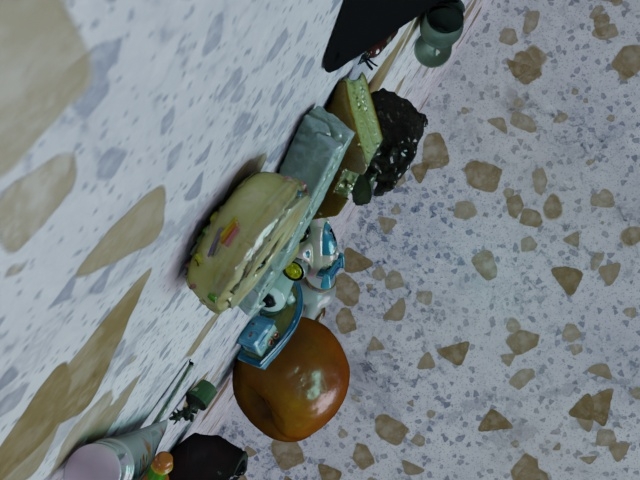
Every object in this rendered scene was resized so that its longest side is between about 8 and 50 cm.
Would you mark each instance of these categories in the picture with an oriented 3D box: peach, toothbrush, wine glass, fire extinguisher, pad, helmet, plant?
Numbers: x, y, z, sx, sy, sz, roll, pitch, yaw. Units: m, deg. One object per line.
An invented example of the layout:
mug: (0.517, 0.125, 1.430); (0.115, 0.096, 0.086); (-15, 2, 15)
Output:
peach: (-0.073, 0.371, 1.813); (0.302, 0.343, 0.342); (-30, 159, -40)
toothbrush: (-0.271, 0.311, 0.990); (0.294, 0.028, 0.026); (-64, -164, -20)
wine glass: (0.218, -0.382, 1.197); (0.079, 0.079, 0.195); (-57, 177, 1)
fire extinguisher: (0.066, -0.248, 0.844); (0.046, 0.032, 0.100); (-13, -150, 42)
pad: (0.131, -0.371, 0.689); (0.375, 0.063, 0.315); (-42, 168, -35)
helmet: (-0.332, 0.620, 1.651); (0.305, 0.177, 0.225); (-49, 168, -13)
plant: (0.087, -0.149, 1.062); (0.203, 0.131, 0.142); (-53, 177, -30)
plant: (-0.245, 0.317, 1.252); (0.102, 0.051, 0.051); (-48, 171, -35)

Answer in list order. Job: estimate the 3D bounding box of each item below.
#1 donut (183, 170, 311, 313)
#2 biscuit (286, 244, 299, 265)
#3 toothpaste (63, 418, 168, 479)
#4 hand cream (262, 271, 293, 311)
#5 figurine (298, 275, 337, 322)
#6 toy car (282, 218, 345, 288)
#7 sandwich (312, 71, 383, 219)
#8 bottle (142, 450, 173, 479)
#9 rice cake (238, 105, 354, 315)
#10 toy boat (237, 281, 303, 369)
donut: (-0.079, -0.002, 0.689); (0.174, 0.068, 0.174); (-55, 177, -4)
biscuit: (-0.071, 0.023, 1.024); (0.056, 0.052, 0.188); (-47, 178, -11)
toothpaste: (-0.246, 0.280, 0.833); (0.323, 0.066, 0.100); (102, 10, -76)
hand cream: (-0.056, 0.022, 1.350); (0.109, 0.067, 0.320); (-62, -179, 41)
figurine: (-0.038, 0.178, 2.011); (0.263, 0.142, 0.189); (118, -17, -49)
toy car: (0.000, 0.000, 1.232); (0.126, 0.098, 0.161); (-52, 157, -57)
sandwich: (0.023, -0.108, 0.907); (0.244, 0.088, 0.090); (-60, 175, 36)
bottle: (-0.344, 0.495, 1.326); (0.187, 0.069, 0.069); (-62, 174, 31)
rice cake: (-0.052, -0.022, 0.855); (0.063, 0.066, 0.336); (-39, 162, -49)
toy boat: (-0.116, 0.193, 1.580); (0.238, 0.109, 0.098); (-55, 141, -29)
